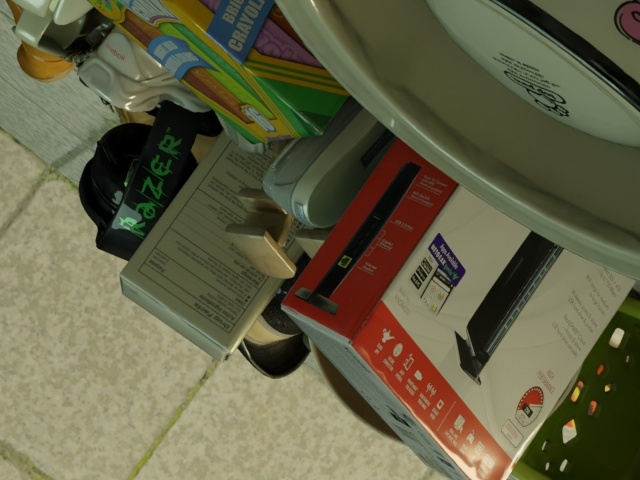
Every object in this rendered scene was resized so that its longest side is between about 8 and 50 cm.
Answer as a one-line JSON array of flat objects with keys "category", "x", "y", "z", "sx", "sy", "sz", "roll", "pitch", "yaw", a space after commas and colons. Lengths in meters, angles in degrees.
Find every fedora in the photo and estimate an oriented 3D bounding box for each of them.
[{"category": "fedora", "x": 0.000, "y": 0.000, "z": 2.243, "sx": 0.152, "sy": 0.334, "sz": 0.334, "roll": -4, "pitch": 150, "yaw": 24}]

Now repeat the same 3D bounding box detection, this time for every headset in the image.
[{"category": "headset", "x": -0.206, "y": -0.130, "z": 2.213, "sx": 0.185, "sy": 0.243, "sz": 0.394, "roll": 23, "pitch": -164, "yaw": -8}]

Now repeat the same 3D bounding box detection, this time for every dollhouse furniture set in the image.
[{"category": "dollhouse furniture set", "x": 0.068, "y": -0.054, "z": 1.860, "sx": 0.242, "sy": 0.212, "sz": 0.161, "roll": 6, "pitch": 155, "yaw": 28}]

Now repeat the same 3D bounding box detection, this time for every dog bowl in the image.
[{"category": "dog bowl", "x": 0.162, "y": -0.140, "z": 1.355, "sx": 0.408, "sy": 0.150, "sz": 0.408, "roll": 34, "pitch": 169, "yaw": 8}]

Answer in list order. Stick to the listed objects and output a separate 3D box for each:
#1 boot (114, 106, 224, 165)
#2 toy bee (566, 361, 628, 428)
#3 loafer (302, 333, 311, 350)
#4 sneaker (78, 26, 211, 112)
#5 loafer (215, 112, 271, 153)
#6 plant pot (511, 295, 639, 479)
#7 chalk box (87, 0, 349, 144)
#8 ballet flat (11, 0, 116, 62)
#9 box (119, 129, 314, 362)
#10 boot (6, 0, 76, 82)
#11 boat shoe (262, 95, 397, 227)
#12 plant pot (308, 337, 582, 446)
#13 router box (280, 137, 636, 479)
[{"category": "boot", "x": -0.142, "y": -0.108, "z": 2.602, "sx": 0.269, "sy": 0.089, "sz": 0.236, "roll": 30, "pitch": 168, "yaw": 23}, {"category": "toy bee", "x": 0.224, "y": 0.142, "z": 2.321, "sx": 0.298, "sy": 0.162, "sz": 0.195, "roll": 42, "pitch": -145, "yaw": 12}, {"category": "loafer", "x": 0.107, "y": 0.145, "z": 2.174, "sx": 0.267, "sy": 0.084, "sz": 0.096, "roll": 31, "pitch": -170, "yaw": -25}, {"category": "sneaker", "x": -0.139, "y": -0.194, "z": 1.971, "sx": 0.090, "sy": 0.115, "sz": 0.232, "roll": 40, "pitch": -156, "yaw": 14}, {"category": "loafer", "x": -0.090, "y": -0.202, "z": 1.872, "sx": 0.111, "sy": 0.112, "sz": 0.319, "roll": 13, "pitch": 146, "yaw": 14}, {"category": "plant pot", "x": 0.368, "y": 0.219, "z": 2.058, "sx": 0.228, "sy": 0.227, "sz": 0.207, "roll": 27, "pitch": 173, "yaw": 37}, {"category": "chalk box", "x": -0.083, "y": -0.238, "z": 1.619, "sx": 0.289, "sy": 0.179, "sz": 0.180, "roll": 39, "pitch": 168, "yaw": -15}, {"category": "ballet flat", "x": -0.237, "y": -0.271, "z": 1.948, "sx": 0.164, "sy": 0.182, "sz": 0.483, "roll": 42, "pitch": 169, "yaw": 3}, {"category": "box", "x": -0.067, "y": -0.038, "z": 2.059, "sx": 0.148, "sy": 0.311, "sz": 0.121, "roll": 36, "pitch": 170, "yaw": 1}, {"category": "boot", "x": -0.360, "y": -0.304, "z": 2.464, "sx": 0.211, "sy": 0.104, "sz": 0.295, "roll": 48, "pitch": 160, "yaw": -27}, {"category": "boat shoe", "x": 0.038, "y": -0.110, "z": 1.666, "sx": 0.081, "sy": 0.227, "sz": 0.079, "roll": 30, "pitch": 158, "yaw": 36}, {"category": "plant pot", "x": 0.140, "y": 0.056, "z": 2.048, "sx": 0.284, "sy": 0.284, "sz": 0.191, "roll": 37, "pitch": -160, "yaw": -3}, {"category": "router box", "x": 0.143, "y": 0.026, "z": 1.705, "sx": 0.082, "sy": 0.301, "sz": 0.335, "roll": 26, "pitch": 166, "yaw": 36}]
